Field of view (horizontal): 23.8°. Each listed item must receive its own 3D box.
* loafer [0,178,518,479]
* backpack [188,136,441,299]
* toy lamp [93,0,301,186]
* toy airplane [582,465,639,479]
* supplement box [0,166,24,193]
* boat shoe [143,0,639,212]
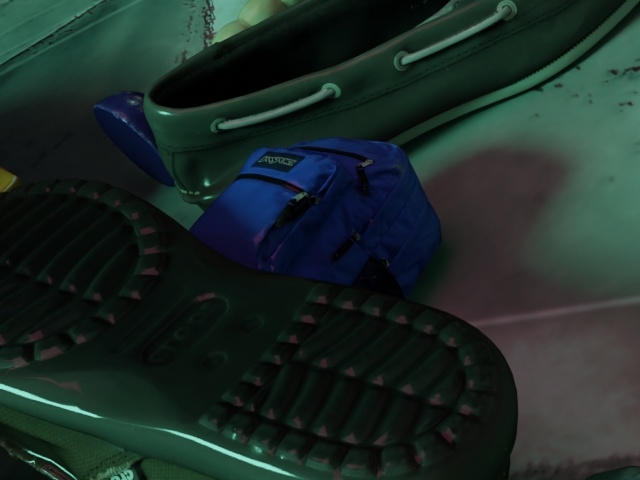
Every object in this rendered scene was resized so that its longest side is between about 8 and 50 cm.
[{"bbox_3d":[-0.073,0.077,0.671,0.366,0.130,0.134,20,47,41],"label":"loafer"},{"bbox_3d":[0.000,0.000,0.750,0.098,0.101,0.120,15,53,39],"label":"backpack"},{"bbox_3d":[-0.024,-0.152,0.968,0.275,0.080,0.080,-47,37,-14],"label":"toy lamp"},{"bbox_3d":[0.238,0.100,0.299,0.386,0.272,0.384,-54,6,-5],"label":"toy airplane"},{"bbox_3d":[-0.252,-0.020,0.990,0.080,0.078,0.233,-41,36,-15],"label":"supplement box"},{"bbox_3d":[0.055,-0.125,0.854,0.335,0.095,0.112,-33,35,1],"label":"boat shoe"}]
